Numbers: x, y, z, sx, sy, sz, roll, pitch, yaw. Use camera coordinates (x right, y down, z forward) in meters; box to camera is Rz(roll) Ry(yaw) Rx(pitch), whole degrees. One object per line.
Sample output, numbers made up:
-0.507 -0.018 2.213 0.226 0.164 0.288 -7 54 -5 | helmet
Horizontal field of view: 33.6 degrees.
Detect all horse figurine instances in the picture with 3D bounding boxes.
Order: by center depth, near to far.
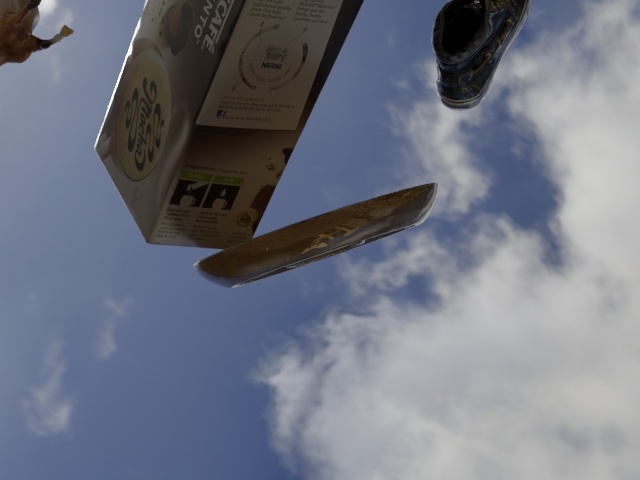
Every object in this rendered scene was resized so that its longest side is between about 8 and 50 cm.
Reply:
-0.352 -0.290 1.260 0.174 0.066 0.263 -25 -128 33 | horse figurine

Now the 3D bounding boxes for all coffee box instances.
-0.092 -0.159 0.987 0.168 0.118 0.297 55 -52 41 | coffee box

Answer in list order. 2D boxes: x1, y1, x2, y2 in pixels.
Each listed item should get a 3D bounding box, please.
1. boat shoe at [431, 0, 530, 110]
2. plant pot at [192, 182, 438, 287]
0.153 -0.216 0.989 0.065 0.083 0.183 13 -115 19 | boat shoe
0.000 0.000 0.966 0.236 0.236 0.032 -19 -92 20 | plant pot
